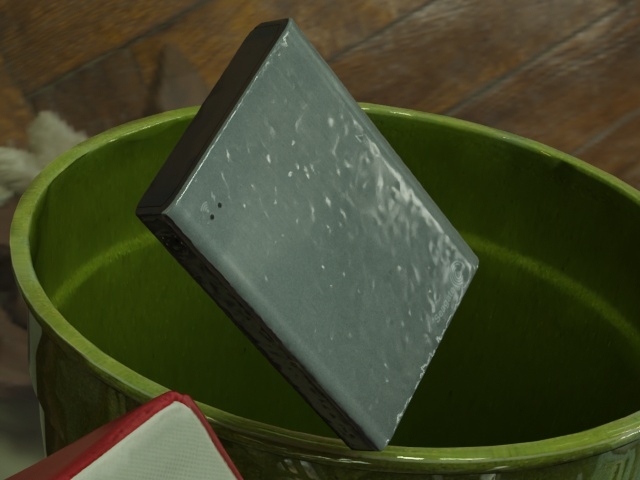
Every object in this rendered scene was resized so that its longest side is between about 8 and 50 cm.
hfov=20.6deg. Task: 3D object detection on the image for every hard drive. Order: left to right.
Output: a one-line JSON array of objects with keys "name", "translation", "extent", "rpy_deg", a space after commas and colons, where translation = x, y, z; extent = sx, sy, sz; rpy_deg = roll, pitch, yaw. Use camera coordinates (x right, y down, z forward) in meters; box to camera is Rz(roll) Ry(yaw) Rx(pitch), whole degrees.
[{"name": "hard drive", "translation": [0.000, 0.000, 0.643], "extent": [0.135, 0.022, 0.094], "rpy_deg": [50, 55, -32]}]

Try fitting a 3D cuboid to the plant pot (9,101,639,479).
[{"name": "plant pot", "translation": [0.009, 0.157, 0.979], "extent": [0.366, 0.366, 0.353], "rpy_deg": [-8, 122, -26]}]

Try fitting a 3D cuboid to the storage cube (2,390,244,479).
[{"name": "storage cube", "translation": [-0.097, 0.182, 0.477], "extent": [0.183, 0.193, 0.215], "rpy_deg": [-33, 92, -44]}]
